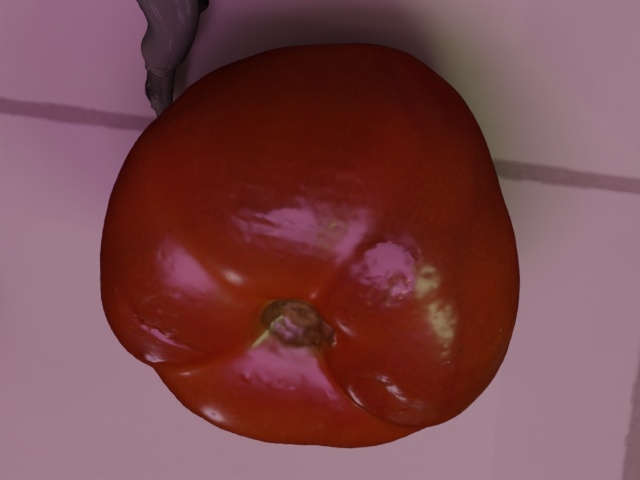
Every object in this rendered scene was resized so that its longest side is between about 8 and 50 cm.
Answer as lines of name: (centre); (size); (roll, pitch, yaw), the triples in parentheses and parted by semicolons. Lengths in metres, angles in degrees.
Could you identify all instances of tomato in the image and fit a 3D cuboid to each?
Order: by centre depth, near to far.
tomato: (-0.004, 0.000, 1.116); (0.260, 0.180, 0.260); (7, 133, 7)

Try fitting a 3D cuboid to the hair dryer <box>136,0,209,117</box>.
hair dryer: (-0.029, -0.161, 1.053); (0.229, 0.092, 0.267); (-12, 150, 13)
